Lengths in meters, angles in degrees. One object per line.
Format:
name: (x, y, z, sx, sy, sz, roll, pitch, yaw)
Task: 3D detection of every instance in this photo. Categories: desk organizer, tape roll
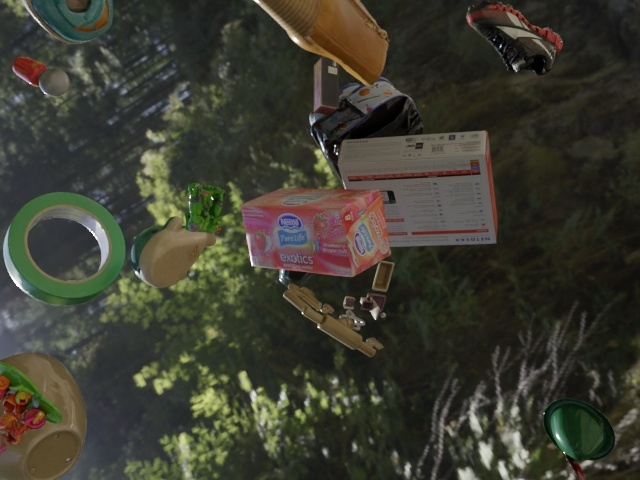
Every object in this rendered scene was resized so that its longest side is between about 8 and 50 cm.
desk organizer: (0.013, -0.373, 1.860, 0.047, 0.050, 0.130, 7, -108, -24)
tape roll: (-0.718, 0.023, 2.177, 0.321, 0.077, 0.321, 15, -120, -26)

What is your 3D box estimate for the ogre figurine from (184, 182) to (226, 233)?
ogre figurine: (-0.286, -0.076, 1.909, 0.197, 0.097, 0.118, -167, 86, -81)

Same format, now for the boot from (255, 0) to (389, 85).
boot: (-0.001, -0.347, 1.065, 0.211, 0.104, 0.295, 31, -141, -33)

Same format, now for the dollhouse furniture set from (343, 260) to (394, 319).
dollhouse furniture set: (0.108, 0.100, 1.560, 0.091, 0.114, 0.081, 10, -165, -15)

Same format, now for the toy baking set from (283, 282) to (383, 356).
toy baking set: (0.037, 0.149, 1.464, 0.256, 0.030, 0.197, 34, -171, -15)

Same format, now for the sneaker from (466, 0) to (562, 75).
sneaker: (0.488, -0.505, 1.957, 0.276, 0.098, 0.135, 22, -112, -17)

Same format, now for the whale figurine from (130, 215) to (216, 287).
whale figurine: (-0.415, 0.013, 2.166, 0.272, 0.141, 0.216, -36, -39, -38)

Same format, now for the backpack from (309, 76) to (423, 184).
backpack: (0.121, -0.281, 1.980, 0.213, 0.263, 0.276, 56, 180, 33)

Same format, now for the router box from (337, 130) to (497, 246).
router box: (0.236, -0.112, 1.824, 0.301, 0.336, 0.082, 70, -155, -47)

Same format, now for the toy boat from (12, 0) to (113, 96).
toy boat: (-0.586, -0.491, 1.776, 0.148, 0.318, 0.267, 27, -178, 22)

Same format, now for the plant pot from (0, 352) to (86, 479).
plant pot: (-0.612, 0.408, 1.641, 0.191, 0.284, 0.284, 27, 171, 37)

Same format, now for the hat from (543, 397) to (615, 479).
hat: (0.609, 0.511, 1.872, 0.183, 0.209, 0.173, -31, -43, -47)

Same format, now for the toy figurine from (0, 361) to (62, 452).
toy figurine: (-0.588, 0.332, 1.396, 0.173, 0.130, 0.159, 38, -134, -4)

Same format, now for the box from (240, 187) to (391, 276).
box: (-0.014, -0.025, 1.673, 0.142, 0.300, 0.154, -27, -67, -45)

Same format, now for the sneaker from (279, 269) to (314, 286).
sneaker: (0.000, 0.000, 2.414, 0.125, 0.341, 0.139, 31, 153, 17)
